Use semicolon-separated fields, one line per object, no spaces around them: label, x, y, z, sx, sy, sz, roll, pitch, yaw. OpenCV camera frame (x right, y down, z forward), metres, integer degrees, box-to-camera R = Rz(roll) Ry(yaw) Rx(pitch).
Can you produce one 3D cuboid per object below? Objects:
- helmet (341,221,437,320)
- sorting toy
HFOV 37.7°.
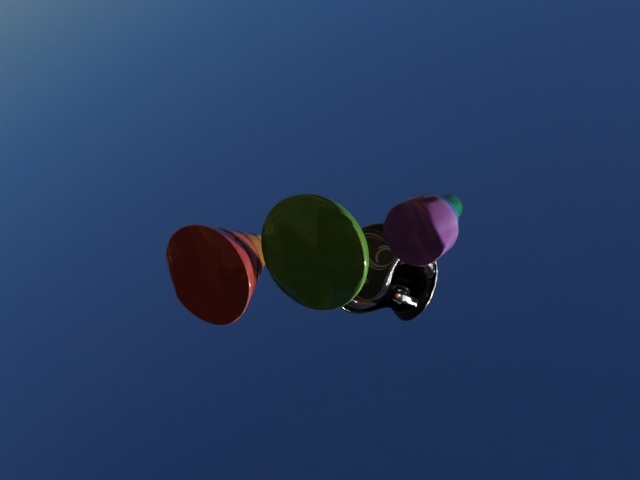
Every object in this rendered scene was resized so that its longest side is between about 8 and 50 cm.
helmet;0.099;0.052;1.584;0.169;0.169;0.161;-42;-144;-23
sorting toy;0.000;0.000;1.031;0.365;0.127;0.126;-12;-169;35
